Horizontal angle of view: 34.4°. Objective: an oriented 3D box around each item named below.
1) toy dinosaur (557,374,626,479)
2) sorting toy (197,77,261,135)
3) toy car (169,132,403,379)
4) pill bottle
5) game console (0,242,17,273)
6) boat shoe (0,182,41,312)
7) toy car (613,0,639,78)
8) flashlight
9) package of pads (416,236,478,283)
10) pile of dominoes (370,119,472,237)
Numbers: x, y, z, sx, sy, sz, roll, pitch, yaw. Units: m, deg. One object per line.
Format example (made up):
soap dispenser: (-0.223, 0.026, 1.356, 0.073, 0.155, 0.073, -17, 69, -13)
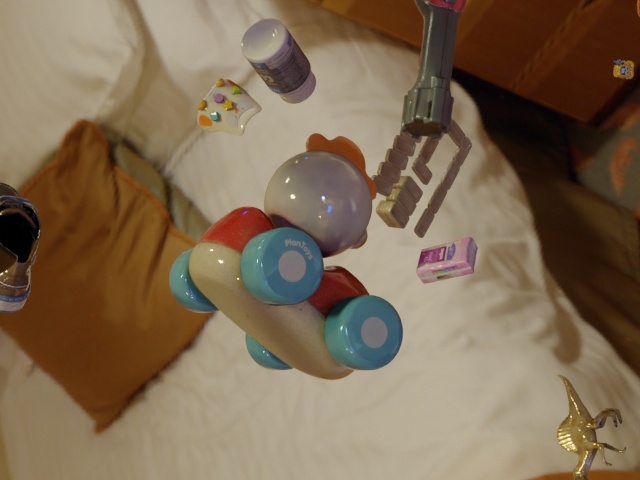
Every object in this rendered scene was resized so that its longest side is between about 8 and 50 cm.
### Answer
toy dinosaur: (0.387, 0.267, 1.497, 0.093, 0.053, 0.183, -15, 60, 23)
sorting toy: (-0.126, -0.186, 1.471, 0.075, 0.045, 0.083, 32, 79, 18)
toy car: (0.000, 0.000, 1.074, 0.238, 0.210, 0.219, -58, 21, -21)
pill bottle: (-0.061, -0.275, 1.605, 0.078, 0.137, 0.078, -10, 61, 19)
game console: (-0.323, 0.016, 0.826, 0.122, 0.107, 0.071, -35, 19, -7)
boat shoe: (-0.315, -0.009, 1.055, 0.066, 0.066, 0.183, -57, 38, 27)
toy car: (0.390, -0.244, 1.237, 0.060, 0.041, 0.122, 35, 125, 45)
flashlight: (0.185, -0.318, 1.699, 0.103, 0.103, 0.304, 1, 75, 31)
package of pads: (0.178, 0.028, 1.444, 0.083, 0.032, 0.050, -15, 39, 32)
pile of dominoes: (0.183, -0.146, 1.988, 0.040, 0.196, 0.251, 10, 63, 45)
